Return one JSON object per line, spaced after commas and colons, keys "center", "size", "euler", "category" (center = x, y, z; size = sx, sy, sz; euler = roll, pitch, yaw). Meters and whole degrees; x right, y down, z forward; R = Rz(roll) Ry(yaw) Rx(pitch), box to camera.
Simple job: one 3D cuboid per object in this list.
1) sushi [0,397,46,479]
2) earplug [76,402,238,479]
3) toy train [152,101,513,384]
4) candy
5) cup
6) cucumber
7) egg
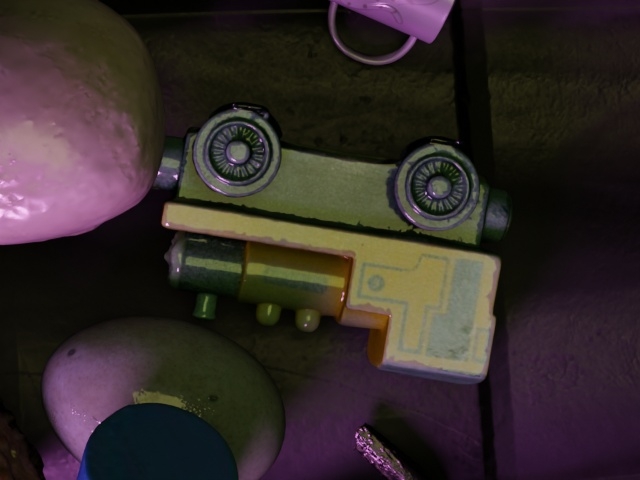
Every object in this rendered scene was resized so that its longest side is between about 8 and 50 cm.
{"center": [-0.389, 0.171, 1.302], "size": [0.211, 0.171, 0.350], "euler": [-44, 106, -33], "category": "sushi"}
{"center": [-0.173, 0.275, 1.324], "size": [0.132, 0.273, 0.132], "euler": [13, 46, -13], "category": "earplug"}
{"center": [0.000, 0.000, 1.464], "size": [0.369, 0.150, 0.237], "euler": [9, 91, -7], "category": "toy train"}
{"center": [-0.281, -0.126, 1.365], "size": [0.295, 0.185, 0.295], "euler": [0, 50, 1], "category": "candy"}
{"center": [0.067, -0.252, 1.508], "size": [0.133, 0.099, 0.136], "euler": [22, 82, -8], "category": "cup"}
{"center": [0.085, 0.235, 1.511], "size": [0.135, 0.034, 0.033], "euler": [41, 76, -5], "category": "cucumber"}
{"center": [-0.148, 0.158, 1.410], "size": [0.236, 0.169, 0.169], "euler": [22, 83, -7], "category": "egg"}
